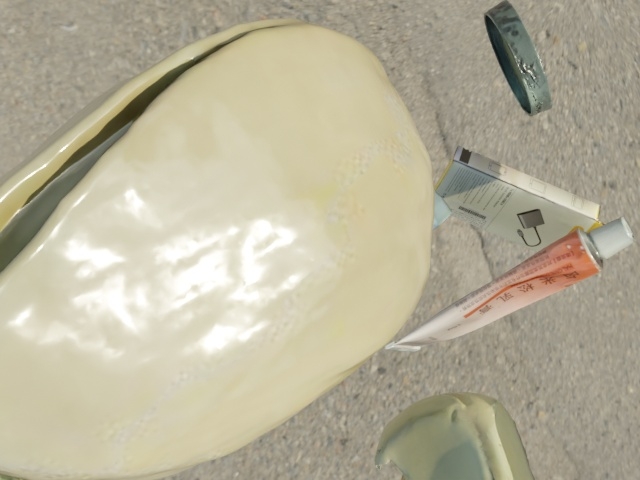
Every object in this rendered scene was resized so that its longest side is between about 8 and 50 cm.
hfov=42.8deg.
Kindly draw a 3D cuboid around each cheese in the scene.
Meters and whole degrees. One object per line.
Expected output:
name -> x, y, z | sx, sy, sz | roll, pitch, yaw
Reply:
cheese -> 0.216, 0.372, 1.285 | 0.233, 0.127, 0.266 | -30, 61, 34

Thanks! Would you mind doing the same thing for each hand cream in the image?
hand cream -> 0.152, 0.042, 0.668 | 0.216, 0.038, 0.052 | -33, 127, 22

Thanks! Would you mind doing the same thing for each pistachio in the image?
pistachio -> -0.070, 0.008, 0.432 | 0.208, 0.332, 0.226 | 37, 144, 28

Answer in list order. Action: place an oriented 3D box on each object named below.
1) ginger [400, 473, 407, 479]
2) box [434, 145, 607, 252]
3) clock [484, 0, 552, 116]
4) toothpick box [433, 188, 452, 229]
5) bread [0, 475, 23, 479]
ginger -> 0.210, 0.432, 1.434 | 0.157, 0.216, 0.102 | -30, 110, 19
box -> 0.288, -0.047, 1.197 | 0.247, 0.033, 0.129 | 23, 148, -1
clock -> 0.376, -0.345, 1.559 | 0.049, 0.226, 0.226 | -24, 101, 9
toothpick box -> 0.084, -0.071, 1.040 | 0.101, 0.101, 0.153 | -35, 93, 25
bread -> -0.380, 0.291, 0.606 | 0.264, 0.395, 0.239 | -40, 74, 1
